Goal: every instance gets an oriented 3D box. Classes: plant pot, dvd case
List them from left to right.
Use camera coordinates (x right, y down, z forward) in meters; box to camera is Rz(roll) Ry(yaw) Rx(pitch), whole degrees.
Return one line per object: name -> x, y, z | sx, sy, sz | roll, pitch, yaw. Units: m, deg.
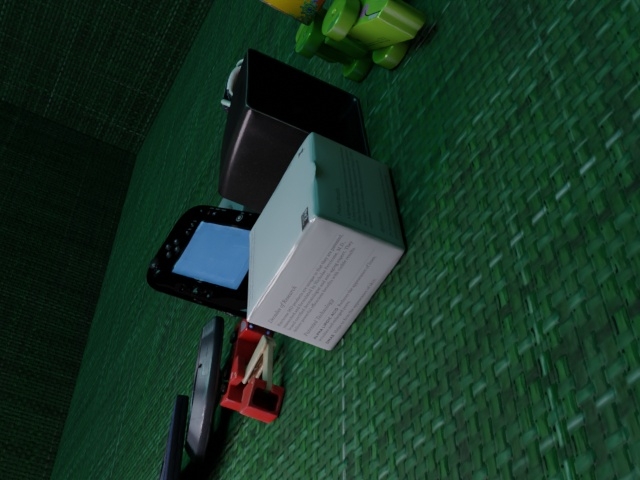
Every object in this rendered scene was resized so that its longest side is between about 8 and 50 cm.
dvd case -> -0.239, 0.389, 1.325 | 0.180, 0.022, 0.253 | -93, 16, -49
plant pot -> -0.056, -0.136, 1.238 | 0.167, 0.187, 0.188 | -58, 21, 30

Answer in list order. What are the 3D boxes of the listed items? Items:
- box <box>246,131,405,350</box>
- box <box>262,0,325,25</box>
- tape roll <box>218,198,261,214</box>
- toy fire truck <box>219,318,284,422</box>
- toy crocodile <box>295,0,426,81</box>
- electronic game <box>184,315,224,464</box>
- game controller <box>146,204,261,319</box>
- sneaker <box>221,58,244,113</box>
box -> 0.000, 0.000, 1.041 | 0.182, 0.119, 0.181 | -56, 22, 31
box -> -0.010, -0.528, 1.262 | 0.279, 0.177, 0.290 | -53, 17, 37
tape roll -> -0.148, 0.003, 1.515 | 0.219, 0.072, 0.219 | -55, 23, 36
toy fire truck -> -0.094, 0.179, 1.212 | 0.135, 0.047, 0.192 | -46, 28, 46
toy crocodile -> 0.051, -0.311, 1.246 | 0.105, 0.115, 0.340 | -69, 19, -4
electronic game -> -0.175, 0.231, 1.324 | 0.229, 0.048, 0.229 | -172, 90, -82
game controller -> -0.152, 0.027, 1.338 | 0.319, 0.067, 0.166 | 11, 74, 46
sneaker -> -0.140, -0.299, 1.742 | 0.321, 0.127, 0.126 | -12, 60, 69
